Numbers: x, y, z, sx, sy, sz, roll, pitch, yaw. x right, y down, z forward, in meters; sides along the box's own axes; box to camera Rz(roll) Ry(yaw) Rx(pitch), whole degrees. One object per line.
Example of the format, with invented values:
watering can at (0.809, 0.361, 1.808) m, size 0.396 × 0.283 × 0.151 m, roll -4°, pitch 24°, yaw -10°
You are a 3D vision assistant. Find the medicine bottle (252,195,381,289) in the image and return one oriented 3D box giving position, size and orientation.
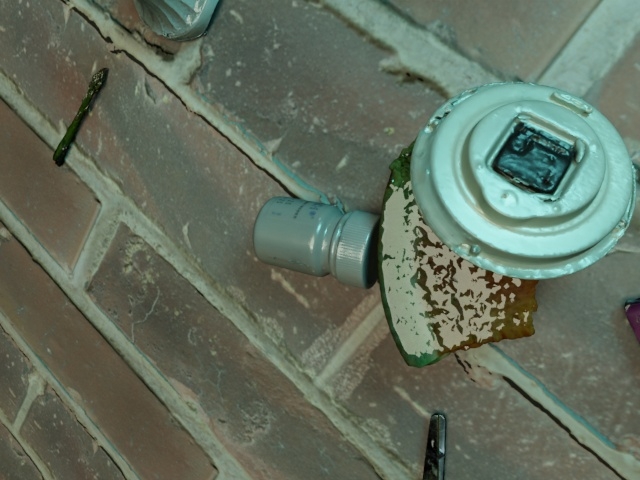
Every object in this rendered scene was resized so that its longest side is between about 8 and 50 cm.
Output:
medicine bottle at (0.000, 0.000, 0.630) m, size 0.168 × 0.105 × 0.104 m, roll 13°, pitch 104°, yaw 24°

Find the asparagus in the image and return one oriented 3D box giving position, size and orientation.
asparagus at (-0.457, -0.230, 0.859) m, size 0.022 × 0.023 × 0.233 m, roll 29°, pitch 119°, yaw -29°

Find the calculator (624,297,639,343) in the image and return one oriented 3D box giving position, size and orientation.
calculator at (0.443, 0.090, 0.471) m, size 0.191 × 0.034 × 0.126 m, roll -28°, pitch 85°, yaw 26°

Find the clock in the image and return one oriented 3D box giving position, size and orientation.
clock at (0.215, -0.078, 0.474) m, size 0.237 × 0.053 × 0.236 m, roll 0°, pitch 72°, yaw 1°

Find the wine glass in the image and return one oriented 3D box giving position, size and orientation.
wine glass at (-0.257, -0.380, 0.637) m, size 0.165 × 0.196 × 0.164 m, roll 6°, pitch 104°, yaw 25°

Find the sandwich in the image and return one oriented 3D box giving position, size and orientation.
sandwich at (0.162, 0.035, 0.554) m, size 0.212 × 0.109 × 0.291 m, roll 18°, pitch 106°, yaw 23°

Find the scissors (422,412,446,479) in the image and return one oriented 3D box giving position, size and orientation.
scissors at (0.159, 0.399, 0.667) m, size 0.160 × 0.024 × 0.317 m, roll 6°, pitch 102°, yaw 25°
